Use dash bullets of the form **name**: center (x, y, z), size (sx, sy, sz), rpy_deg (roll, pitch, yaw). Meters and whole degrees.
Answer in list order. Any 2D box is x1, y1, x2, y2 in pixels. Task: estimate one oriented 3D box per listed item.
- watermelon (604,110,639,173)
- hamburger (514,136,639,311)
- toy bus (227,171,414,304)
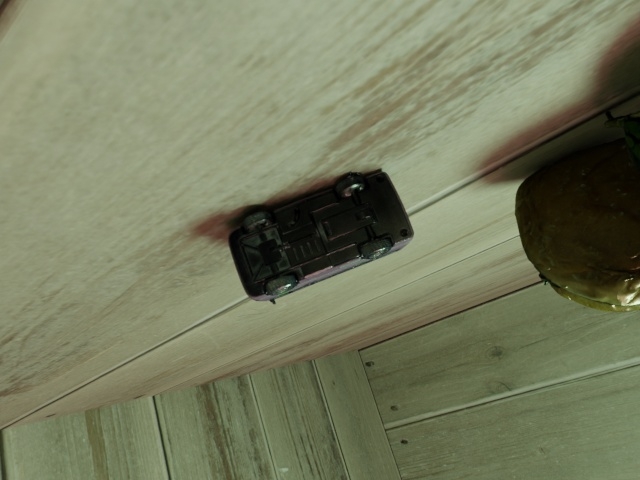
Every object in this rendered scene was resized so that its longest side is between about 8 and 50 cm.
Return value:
- **watermelon**: center (0.414, -0.088, 0.447), size (0.232, 0.127, 0.204), rpy_deg (-3, -159, 32)
- **hamburger**: center (0.403, -0.036, 0.607), size (0.265, 0.285, 0.134), rpy_deg (-28, 126, 24)
- **toy bus**: center (0.000, 0.000, 0.544), size (0.199, 0.096, 0.108), rpy_deg (-21, 167, -1)
